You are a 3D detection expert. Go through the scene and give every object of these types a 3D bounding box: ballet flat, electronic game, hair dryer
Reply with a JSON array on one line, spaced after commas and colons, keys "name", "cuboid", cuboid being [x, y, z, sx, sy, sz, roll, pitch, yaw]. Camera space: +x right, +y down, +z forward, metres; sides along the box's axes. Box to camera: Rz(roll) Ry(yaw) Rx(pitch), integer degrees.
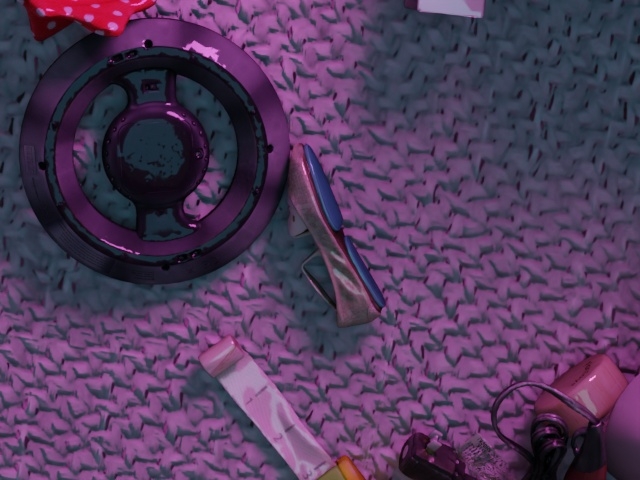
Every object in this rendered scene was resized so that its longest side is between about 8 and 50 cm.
[{"name": "ballet flat", "cuboid": [0.000, 0.000, 1.508, 0.052, 0.057, 0.168, -24, 99, 12]}, {"name": "electronic game", "cuboid": [-0.139, -0.074, 1.493, 0.229, 0.048, 0.229, -2, 104, -8]}, {"name": "hair dryer", "cuboid": [0.212, 0.249, 1.484, 0.293, 0.223, 0.080, 39, 58, -12]}]

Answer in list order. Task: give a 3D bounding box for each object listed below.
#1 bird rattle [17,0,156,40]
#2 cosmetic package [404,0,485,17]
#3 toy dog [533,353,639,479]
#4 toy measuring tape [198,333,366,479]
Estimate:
[{"name": "bird rattle", "cuboid": [-0.215, -0.293, 1.423, 0.253, 0.143, 0.207, 39, 79, -10]}, {"name": "cosmetic package", "cuboid": [0.116, -0.305, 1.441, 0.060, 0.099, 0.239, 6, 99, -3]}, {"name": "toy dog", "cuboid": [0.322, 0.139, 1.432, 0.161, 0.333, 0.220, -44, 114, -17]}, {"name": "toy measuring tape", "cuboid": [0.008, 0.227, 1.514, 0.121, 0.121, 0.330, -36, 98, 4]}]
